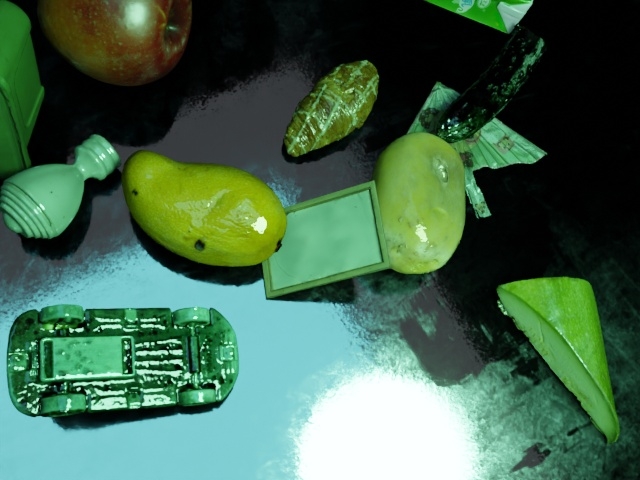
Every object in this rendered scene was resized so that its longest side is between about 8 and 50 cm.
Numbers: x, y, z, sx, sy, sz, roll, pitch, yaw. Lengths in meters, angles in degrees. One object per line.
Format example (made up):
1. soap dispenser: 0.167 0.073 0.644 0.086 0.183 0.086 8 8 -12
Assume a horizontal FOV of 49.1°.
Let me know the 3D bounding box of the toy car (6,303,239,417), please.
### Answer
1. toy car: -0.267 0.165 0.952 0.305 0.125 0.136 3 71 -33

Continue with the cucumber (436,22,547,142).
1. cucumber: 0.300 -0.265 1.223 0.081 0.072 0.303 38 66 2

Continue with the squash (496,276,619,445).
1. squash: 0.376 0.186 1.076 0.169 0.093 0.252 1 71 -12

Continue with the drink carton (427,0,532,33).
1. drink carton: 0.266 -0.516 1.292 0.271 0.108 0.161 21 71 -4

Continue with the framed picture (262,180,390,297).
1. framed picture: 0.000 0.000 1.059 0.200 0.010 0.136 -15 71 19

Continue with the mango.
1. mango: -0.176 -0.047 1.052 0.262 0.109 0.157 23 78 3

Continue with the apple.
1. apple: -0.309 -0.347 1.073 0.201 0.218 0.218 23 69 6

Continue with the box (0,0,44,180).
1. box: -0.562 -0.238 0.977 0.328 0.253 0.178 12 60 -7

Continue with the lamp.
1. lamp: -0.384 -0.081 1.031 0.106 0.106 0.193 39 61 4

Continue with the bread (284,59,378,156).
1. bread: 0.028 -0.227 1.167 0.105 0.076 0.233 41 71 7

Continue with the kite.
1. kite: 0.244 -0.163 1.217 0.322 0.013 0.268 -8 72 -13

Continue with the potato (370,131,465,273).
1. potato: 0.146 -0.061 1.096 0.146 0.150 0.234 -6 61 29
